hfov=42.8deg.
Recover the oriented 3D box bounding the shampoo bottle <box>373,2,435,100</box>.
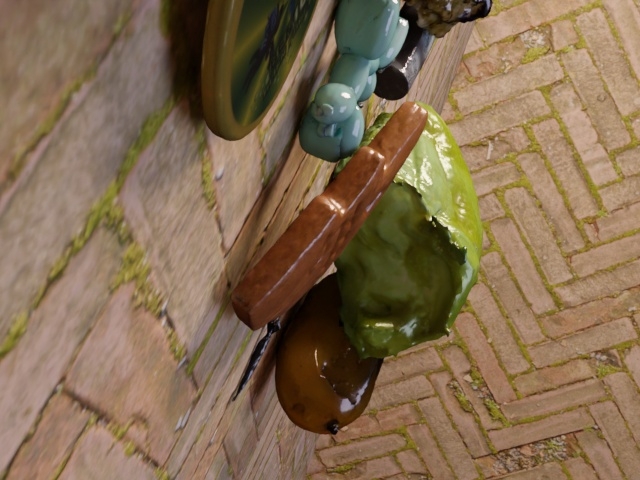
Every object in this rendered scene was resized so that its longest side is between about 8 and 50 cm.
[{"bbox_3d":[0.114,-0.261,1.027,0.063,0.057,0.207,87,22,-48],"label":"shampoo bottle"}]

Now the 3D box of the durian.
[{"bbox_3d":[0.121,-0.032,1.115,0.339,0.205,0.255,-61,142,-47],"label":"durian"}]

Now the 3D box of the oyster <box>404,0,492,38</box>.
[{"bbox_3d":[0.187,-0.385,0.854,0.204,0.111,0.396,-24,148,-49],"label":"oyster"}]

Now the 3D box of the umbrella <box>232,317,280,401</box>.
[{"bbox_3d":[-0.068,0.127,0.981,0.022,0.022,0.148,31,77,-39],"label":"umbrella"}]

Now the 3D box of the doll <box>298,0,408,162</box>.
[{"bbox_3d":[0.029,-0.150,0.753,0.159,0.059,0.158,-42,152,-75],"label":"doll"}]

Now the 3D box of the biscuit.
[{"bbox_3d":[0.000,0.000,0.815,0.284,0.043,0.306,-54,175,35],"label":"biscuit"}]

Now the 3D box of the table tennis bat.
[{"bbox_3d":[-0.023,-0.180,0.423,0.321,0.050,0.198,102,10,-64],"label":"table tennis bat"}]

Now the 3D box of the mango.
[{"bbox_3d":[0.013,0.154,1.158,0.156,0.151,0.248,46,48,-36],"label":"mango"}]
